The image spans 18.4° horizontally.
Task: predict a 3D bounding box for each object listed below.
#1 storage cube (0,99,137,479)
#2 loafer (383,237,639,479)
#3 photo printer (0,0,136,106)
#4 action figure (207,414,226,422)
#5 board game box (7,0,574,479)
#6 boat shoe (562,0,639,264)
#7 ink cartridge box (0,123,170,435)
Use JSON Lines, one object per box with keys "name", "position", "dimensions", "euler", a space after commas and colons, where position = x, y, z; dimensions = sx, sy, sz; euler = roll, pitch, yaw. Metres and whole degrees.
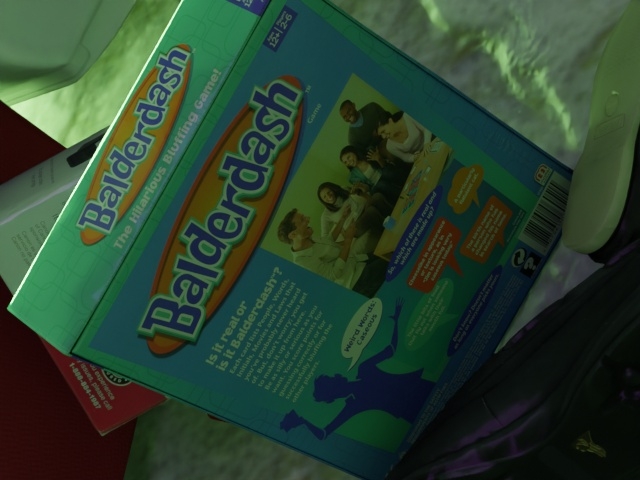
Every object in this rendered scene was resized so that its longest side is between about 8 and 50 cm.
{"name": "storage cube", "position": [-0.207, 0.049, 0.942], "dimensions": [0.183, 0.215, 0.193], "euler": [-11, 56, 38]}
{"name": "loafer", "position": [0.091, 0.075, 0.773], "dimensions": [0.223, 0.076, 0.078], "euler": [-45, 11, 24]}
{"name": "photo printer", "position": [-0.153, -0.186, 1.013], "dimensions": [0.256, 0.107, 0.307], "euler": [-65, 21, -13]}
{"name": "action figure", "position": [-0.054, 0.031, 0.941], "dimensions": [0.038, 0.030, 0.115], "euler": [-42, 46, 23]}
{"name": "board game box", "position": [0.000, 0.000, 0.781], "dimensions": [0.047, 0.210, 0.160], "euler": [31, 90, 44]}
{"name": "boat shoe", "position": [0.136, -0.051, 0.808], "dimensions": [0.049, 0.042, 0.133], "euler": [-15, 56, 65]}
{"name": "ink cartridge box", "position": [-0.059, -0.003, 0.866], "dimensions": [0.150, 0.109, 0.063], "euler": [-28, 18, 0]}
